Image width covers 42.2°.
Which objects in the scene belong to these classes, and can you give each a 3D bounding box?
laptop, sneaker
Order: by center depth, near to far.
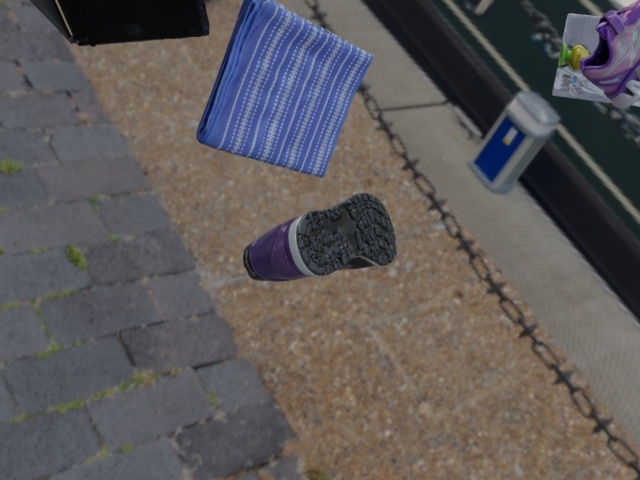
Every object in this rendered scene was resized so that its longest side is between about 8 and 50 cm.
[{"bbox_3d":[-0.274,-0.346,0.948,0.264,0.234,0.137,-5,67,-1],"label":"laptop"},{"bbox_3d":[0.000,0.000,1.155,0.283,0.124,0.107,-6,82,-57],"label":"sneaker"},{"bbox_3d":[0.460,-0.311,1.201,0.104,0.236,0.095,23,31,-7],"label":"sneaker"}]

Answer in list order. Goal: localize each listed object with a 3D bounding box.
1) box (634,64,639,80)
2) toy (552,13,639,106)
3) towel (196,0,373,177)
[{"bbox_3d":[0.357,-0.063,0.467,0.126,0.231,0.262,-37,90,-23],"label":"box"},{"bbox_3d":[0.517,-0.299,1.392,0.237,0.137,0.056,7,19,2],"label":"toy"},{"bbox_3d":[-0.047,-0.238,1.354,0.040,0.243,0.336,28,10,34],"label":"towel"}]
